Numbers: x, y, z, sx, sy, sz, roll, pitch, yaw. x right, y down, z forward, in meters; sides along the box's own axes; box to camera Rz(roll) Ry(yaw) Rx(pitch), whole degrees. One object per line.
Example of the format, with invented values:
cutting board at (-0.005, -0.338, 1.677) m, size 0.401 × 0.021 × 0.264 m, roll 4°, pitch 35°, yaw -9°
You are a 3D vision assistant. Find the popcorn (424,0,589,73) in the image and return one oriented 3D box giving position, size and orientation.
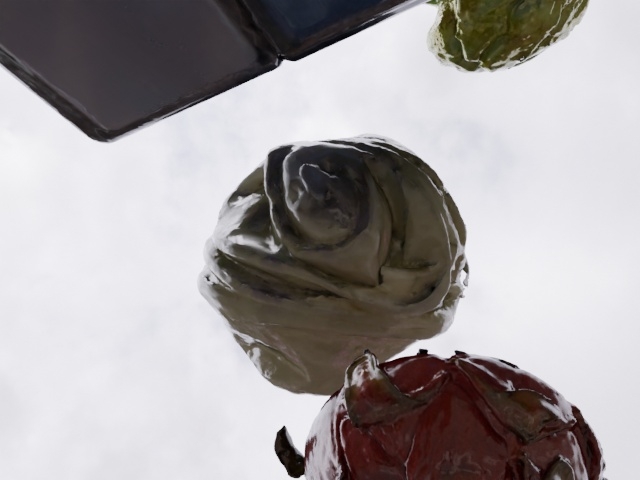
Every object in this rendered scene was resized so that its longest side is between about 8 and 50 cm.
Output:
popcorn at (0.190, -0.283, 0.675) m, size 0.212 × 0.198 × 0.198 m, roll 31°, pitch -95°, yaw 11°

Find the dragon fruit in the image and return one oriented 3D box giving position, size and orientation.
dragon fruit at (0.083, 0.198, 0.405) m, size 0.224 × 0.148 × 0.218 m, roll 39°, pitch -62°, yaw -7°

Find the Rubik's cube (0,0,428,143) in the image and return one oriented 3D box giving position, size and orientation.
Rubik's cube at (-0.099, -0.300, 0.339) m, size 0.316 × 0.313 × 0.318 m, roll -20°, pitch -126°, yaw 18°

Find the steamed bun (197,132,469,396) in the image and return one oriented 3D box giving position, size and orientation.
steamed bun at (0.000, 0.000, 0.623) m, size 0.280 × 0.207 × 0.268 m, roll -26°, pitch -131°, yaw -1°
